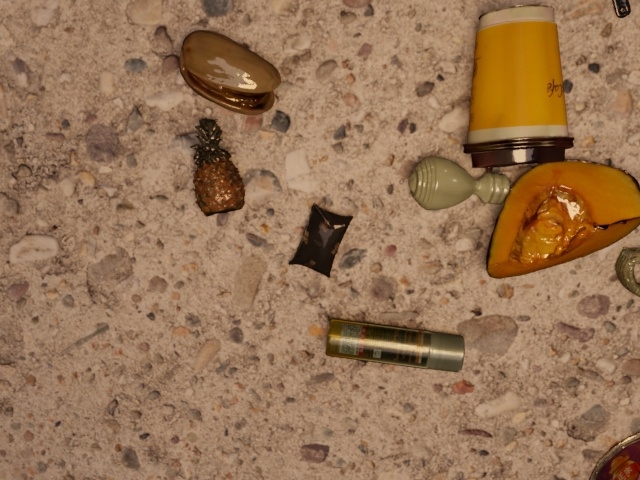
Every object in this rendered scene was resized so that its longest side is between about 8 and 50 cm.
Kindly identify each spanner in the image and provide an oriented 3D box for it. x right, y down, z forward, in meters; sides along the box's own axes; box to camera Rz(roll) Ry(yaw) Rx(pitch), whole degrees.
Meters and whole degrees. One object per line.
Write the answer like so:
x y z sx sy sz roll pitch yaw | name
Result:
0.525 -0.506 1.111 0.046 0.012 0.208 -19 101 10 | spanner

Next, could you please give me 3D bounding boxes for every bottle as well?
0.156 0.221 1.299 0.286 0.082 0.082 7 105 5 | bottle

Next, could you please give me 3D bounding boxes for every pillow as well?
0.000 0.000 1.280 0.090 0.048 0.150 24 110 9 | pillow

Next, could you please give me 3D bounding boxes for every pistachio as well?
-0.177 -0.325 1.189 0.206 0.131 0.129 25 150 -5 | pistachio

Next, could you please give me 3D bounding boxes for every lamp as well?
0.266 -0.106 1.202 0.193 0.106 0.106 6 105 -5 | lamp

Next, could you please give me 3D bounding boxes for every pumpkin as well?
0.438 -0.042 1.198 0.312 0.148 0.169 -18 64 1 | pumpkin

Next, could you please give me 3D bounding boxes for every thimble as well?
0.635 0.063 1.215 0.084 0.062 0.110 -34 98 10 | thimble

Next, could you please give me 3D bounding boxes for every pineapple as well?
-0.212 -0.151 1.246 0.108 0.108 0.197 -10 90 9 | pineapple

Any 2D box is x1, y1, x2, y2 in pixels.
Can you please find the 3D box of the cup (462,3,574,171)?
0.354 -0.265 1.109 0.196 0.196 0.279 -1 95 7 | cup

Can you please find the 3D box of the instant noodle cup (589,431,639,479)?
0.745 0.591 1.231 0.340 0.266 0.340 1 105 5 | instant noodle cup
